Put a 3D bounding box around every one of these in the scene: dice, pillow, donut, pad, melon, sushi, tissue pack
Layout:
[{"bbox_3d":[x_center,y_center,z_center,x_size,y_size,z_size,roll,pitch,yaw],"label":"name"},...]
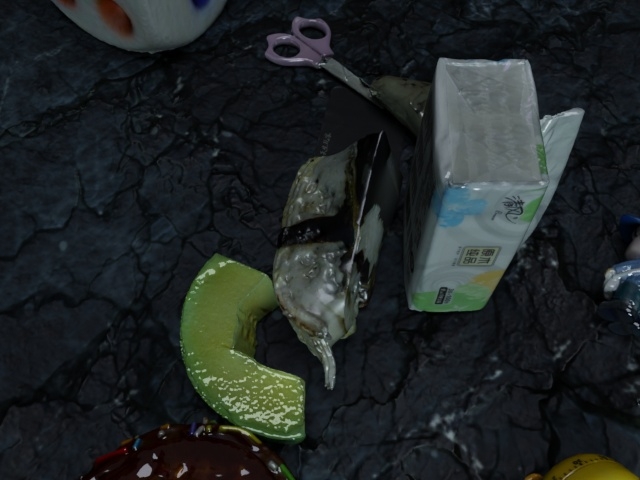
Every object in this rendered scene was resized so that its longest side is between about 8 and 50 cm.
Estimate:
[{"bbox_3d":[-0.266,-0.436,0.856,0.259,0.251,0.243,27,64,15],"label":"dice"},{"bbox_3d":[0.167,-0.146,0.800,0.093,0.051,0.241,-29,63,-30],"label":"pillow"},{"bbox_3d":[-0.115,0.267,0.511,0.235,0.089,0.235,-3,53,3],"label":"donut"},{"bbox_3d":[0.055,-0.141,0.823,0.112,0.003,0.157,10,59,5],"label":"pad"},{"bbox_3d":[-0.079,0.110,0.635,0.118,0.064,0.209,-5,56,-3],"label":"melon"},{"bbox_3d":[0.002,0.016,0.673,0.109,0.134,0.272,10,73,21],"label":"sushi"},{"bbox_3d":[0.168,-0.044,0.632,0.145,0.229,0.159,3,57,1],"label":"tissue pack"}]

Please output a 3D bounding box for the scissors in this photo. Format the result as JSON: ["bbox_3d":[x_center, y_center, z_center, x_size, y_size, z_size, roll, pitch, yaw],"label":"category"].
[{"bbox_3d":[0.015,-0.246,0.874,0.110,0.021,0.212,-39,64,-20],"label":"scissors"}]

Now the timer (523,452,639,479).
[{"bbox_3d":[0.236,0.242,0.530,0.107,0.107,0.109,-21,17,-13],"label":"timer"}]

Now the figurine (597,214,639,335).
[{"bbox_3d":[0.358,0.030,0.683,0.086,0.087,0.149,47,63,-17],"label":"figurine"}]
